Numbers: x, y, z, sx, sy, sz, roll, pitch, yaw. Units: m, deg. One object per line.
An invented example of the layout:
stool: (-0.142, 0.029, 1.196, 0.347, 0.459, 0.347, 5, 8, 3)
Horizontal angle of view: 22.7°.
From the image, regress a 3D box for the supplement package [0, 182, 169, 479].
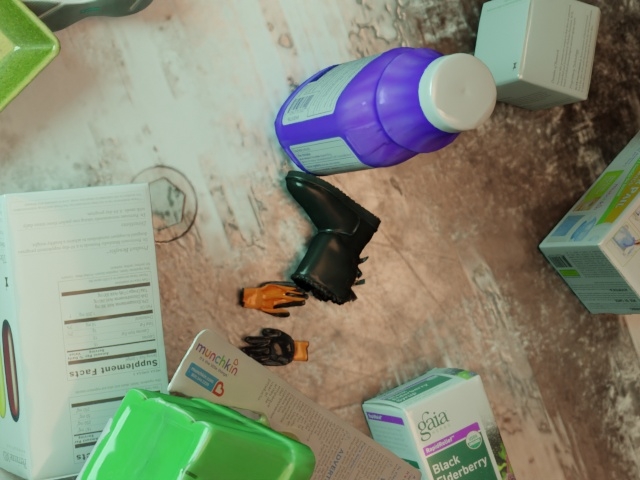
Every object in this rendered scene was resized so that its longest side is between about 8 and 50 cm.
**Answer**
supplement package: (-0.223, 0.077, 1.409, 0.134, 0.139, 0.244, -6, 92, -27)

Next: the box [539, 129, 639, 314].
box: (0.351, -0.027, 1.696, 0.203, 0.114, 0.103, -47, 108, -20)

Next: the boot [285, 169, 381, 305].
boot: (-0.001, 0.000, 1.568, 0.121, 0.045, 0.099, 33, 73, -27)

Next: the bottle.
bottle: (0.060, -0.121, 1.468, 0.118, 0.283, 0.092, -44, 106, -21)

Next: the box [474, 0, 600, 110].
box: (0.219, -0.195, 1.643, 0.087, 0.101, 0.102, 13, 82, -24)

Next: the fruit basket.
fruit basket: (-0.079, 0.281, 1.369, 0.353, 0.165, 0.327, 40, 74, -52)

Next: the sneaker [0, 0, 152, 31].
sneaker: (-0.232, -0.231, 1.466, 0.152, 0.053, 0.061, -13, 66, -18)

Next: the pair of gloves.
pair of gloves: (-0.045, 0.082, 1.564, 0.074, 0.010, 0.083, 0, 90, -28)

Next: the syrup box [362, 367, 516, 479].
syrup box: (0.136, 0.254, 1.599, 0.093, 0.096, 0.237, -23, 99, -24)

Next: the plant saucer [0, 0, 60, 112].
plant saucer: (-0.358, -0.171, 1.394, 0.188, 0.045, 0.188, -47, 108, -11)
